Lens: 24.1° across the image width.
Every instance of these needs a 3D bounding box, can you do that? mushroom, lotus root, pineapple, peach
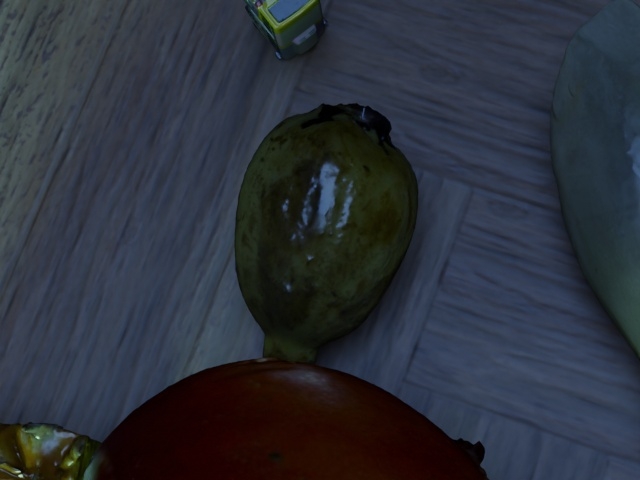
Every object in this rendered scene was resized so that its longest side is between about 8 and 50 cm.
[{"bbox_3d":[0.251,-0.010,1.113,0.128,0.128,0.350,-16,77,3],"label":"mushroom"},{"bbox_3d":[0.000,0.000,1.146,0.138,0.138,0.214,10,88,10],"label":"lotus root"},{"bbox_3d":[-0.212,0.186,1.110,0.186,0.236,0.114,23,82,-27],"label":"pineapple"},{"bbox_3d":[0.001,0.224,0.987,0.338,0.281,0.281,22,79,30],"label":"peach"}]

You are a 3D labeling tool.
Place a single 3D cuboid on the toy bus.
[{"bbox_3d":[-0.027,-0.186,1.206,0.052,0.102,0.058,-38,81,-3],"label":"toy bus"}]
